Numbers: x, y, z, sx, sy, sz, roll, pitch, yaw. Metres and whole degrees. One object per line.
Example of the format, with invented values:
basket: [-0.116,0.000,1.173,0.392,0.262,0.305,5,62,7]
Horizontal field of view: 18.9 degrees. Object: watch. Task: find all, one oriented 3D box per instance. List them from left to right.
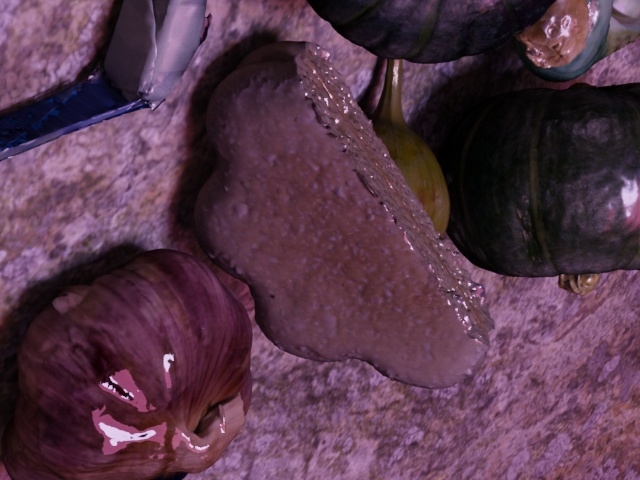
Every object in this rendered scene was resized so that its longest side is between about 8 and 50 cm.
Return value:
watch: [-0.208,-0.127,1.378,0.274,0.068,0.276,2,118,-55]

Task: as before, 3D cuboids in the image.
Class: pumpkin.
pumpkin: [0.088,-0.264,1.546,0.250,0.216,0.250,-5,103,-24]
pumpkin: [0.261,-0.051,1.870,0.300,0.300,0.207,-3,88,-53]

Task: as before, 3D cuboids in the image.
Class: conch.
conch: [0.240,-0.236,1.845,0.188,0.122,0.176,31,75,-61]

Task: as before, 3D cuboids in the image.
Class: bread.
bread: [0.003,-0.003,1.646,0.337,0.183,0.102,56,27,-18]

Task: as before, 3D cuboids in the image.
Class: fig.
fig: [0.054,-0.094,1.754,0.149,0.149,0.245,7,92,-56]

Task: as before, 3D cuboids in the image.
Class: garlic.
garlic: [-0.152,0.133,1.610,0.245,0.160,0.245,-31,148,-22]

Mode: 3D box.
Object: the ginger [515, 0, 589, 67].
ginger: [0.189,-0.322,1.701,0.081,0.148,0.334,-79,178,-77]
